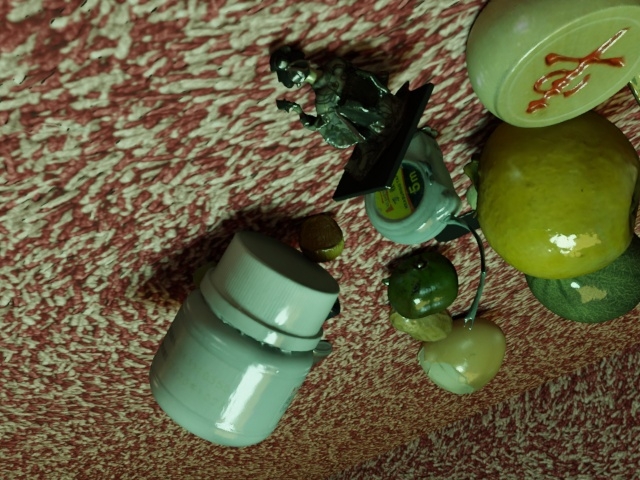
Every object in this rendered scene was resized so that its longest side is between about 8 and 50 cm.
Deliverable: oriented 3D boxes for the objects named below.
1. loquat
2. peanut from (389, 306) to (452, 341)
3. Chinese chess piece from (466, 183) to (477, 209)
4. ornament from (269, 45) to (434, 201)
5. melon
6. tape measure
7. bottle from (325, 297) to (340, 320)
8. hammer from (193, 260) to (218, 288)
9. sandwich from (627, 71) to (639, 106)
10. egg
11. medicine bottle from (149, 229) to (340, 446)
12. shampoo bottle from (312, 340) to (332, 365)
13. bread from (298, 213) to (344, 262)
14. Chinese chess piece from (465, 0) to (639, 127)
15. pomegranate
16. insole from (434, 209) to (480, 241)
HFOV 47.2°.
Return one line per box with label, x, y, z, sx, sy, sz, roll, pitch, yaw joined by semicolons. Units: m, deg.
loquat;0.359;-0.083;1.147;0.274;0.275;0.275;-14;154;-7
peanut;0.246;0.196;1.801;0.108;0.095;0.226;-29;151;27
Chinese chess piece;0.311;-0.088;1.355;0.084;0.034;0.084;-13;154;-7
ornament;0.010;-0.174;0.932;0.196;0.166;0.153;31;165;-22
melon;0.573;0.060;1.576;0.301;0.238;0.237;9;143;-42
tape measure;0.164;0.000;1.099;0.084;0.331;0.164;14;142;-43
bottle;-0.075;0.177;1.585;0.244;0.072;0.082;-28;-179;22
hammer;-0.165;0.096;1.411;0.158;0.041;0.226;-29;153;18
sandwich;0.506;-0.237;1.095;0.079;0.114;0.163;-30;151;23
egg;0.391;0.309;1.999;0.244;0.201;0.201;-35;152;3
medicine bottle;-0.125;0.162;1.243;0.245;0.245;0.306;15;109;-48
shampoo bottle;-0.041;0.311;1.907;0.079;0.040;0.165;4;146;-40
bread;0.000;0.000;1.277;0.085;0.085;0.053;-15;149;-6
Chinese chess piece;0.316;-0.254;0.962;0.250;0.097;0.251;-15;154;-8
pomegranate;0.208;0.098;1.569;0.151;0.131;0.191;-18;177;-11
insole;0.387;-0.075;1.458;0.348;0.009;0.119;-24;152;12
